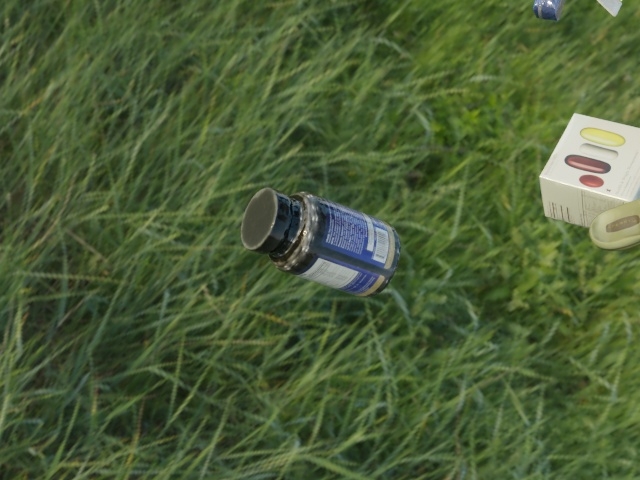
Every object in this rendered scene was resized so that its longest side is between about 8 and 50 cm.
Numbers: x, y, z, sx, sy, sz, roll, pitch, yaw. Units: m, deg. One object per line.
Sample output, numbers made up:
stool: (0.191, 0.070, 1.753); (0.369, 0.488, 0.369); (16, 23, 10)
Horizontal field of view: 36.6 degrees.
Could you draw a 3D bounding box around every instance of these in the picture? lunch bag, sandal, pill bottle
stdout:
lunch bag: (0.548, -0.581, 2.317); (0.065, 0.098, 0.067); (16, -7, 22)
sandal: (0.638, -0.066, 1.816); (0.086, 0.303, 0.120); (41, 37, -33)
pill bottle: (0.000, 0.000, 1.409); (0.219, 0.123, 0.122); (20, 45, -32)

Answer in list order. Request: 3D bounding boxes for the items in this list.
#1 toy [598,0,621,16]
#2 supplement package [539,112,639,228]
toy: (0.372, -0.444, 1.470); (0.237, 0.056, 0.137); (42, 49, -7)
supplement package: (0.610, -0.139, 2.090); (0.194, 0.203, 0.149); (-58, 148, -23)
